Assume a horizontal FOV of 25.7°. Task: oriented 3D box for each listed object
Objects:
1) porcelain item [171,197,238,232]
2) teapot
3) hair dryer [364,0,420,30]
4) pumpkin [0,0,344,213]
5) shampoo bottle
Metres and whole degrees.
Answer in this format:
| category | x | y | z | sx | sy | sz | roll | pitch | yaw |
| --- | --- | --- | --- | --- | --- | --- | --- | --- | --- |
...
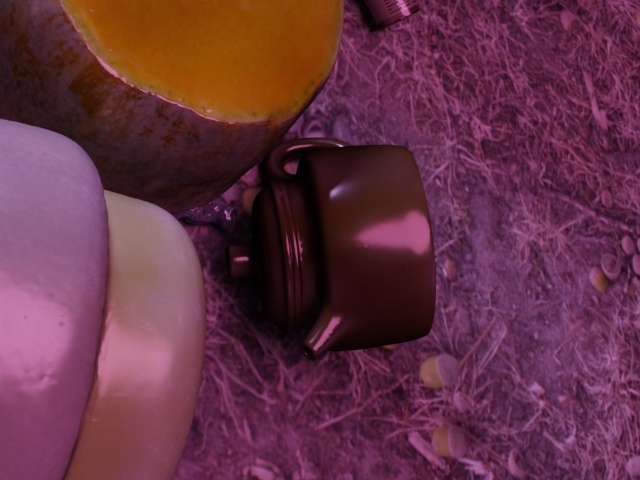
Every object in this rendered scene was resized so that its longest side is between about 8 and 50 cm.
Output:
| category | x | y | z | sx | sy | sz | roll | pitch | yaw |
| --- | --- | --- | --- | --- | --- | --- | --- | --- | --- |
| porcelain item | -0.116 | -0.030 | 1.284 | 0.083 | 0.028 | 0.036 | 19 | 50 | -30 |
| teapot | 0.000 | 0.000 | 1.282 | 0.175 | 0.185 | 0.267 | -5 | 46 | -9 |
| hair dryer | 0.098 | -0.349 | 1.515 | 0.220 | 0.054 | 0.195 | -30 | 96 | -39 |
| pumpkin | -0.132 | -0.208 | 1.201 | 0.332 | 0.199 | 0.332 | 15 | 62 | -29 |
| shampoo bottle | -0.259 | 0.070 | 0.961 | 0.317 | 0.322 | 0.322 | 17 | 68 | -24 |
